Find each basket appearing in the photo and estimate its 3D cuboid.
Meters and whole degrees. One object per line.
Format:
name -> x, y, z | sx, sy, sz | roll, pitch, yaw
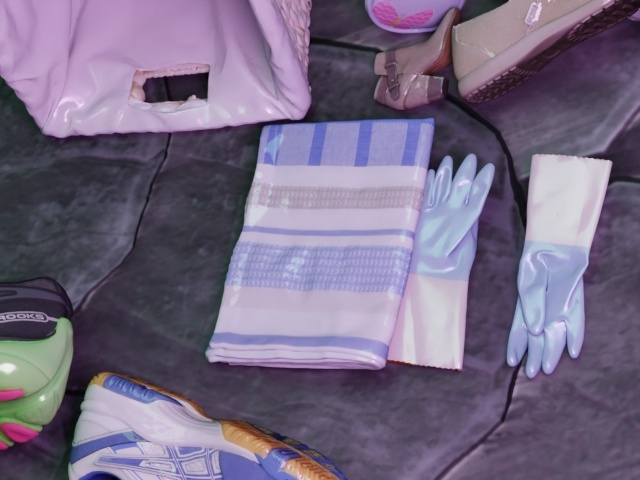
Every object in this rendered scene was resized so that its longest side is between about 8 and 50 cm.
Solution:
basket -> -0.193, -0.312, 1.736 | 0.328, 0.331, 0.266 | -4, 60, 14

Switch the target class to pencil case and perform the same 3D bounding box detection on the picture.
pencil case -> 0.091, -0.365, 1.797 | 0.113, 0.124, 0.273 | -15, 61, 14

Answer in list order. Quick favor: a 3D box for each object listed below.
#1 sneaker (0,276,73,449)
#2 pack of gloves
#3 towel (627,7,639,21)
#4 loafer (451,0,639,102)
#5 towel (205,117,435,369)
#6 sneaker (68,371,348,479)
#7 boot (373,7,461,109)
sneaker -> -0.475, 0.106, 1.710 | 0.483, 0.185, 0.202 | 5, 46, 15
pack of gloves -> 0.182, 0.026, 1.618 | 0.195, 0.046, 0.232 | 6, 75, 21
towel -> 0.328, -0.394, 1.742 | 0.324, 0.056, 0.312 | 18, 85, 25
loafer -> 0.243, -0.246, 1.665 | 0.268, 0.102, 0.092 | -32, 78, 16
towel -> 0.000, 0.000, 1.658 | 0.209, 0.034, 0.285 | 1, 65, 29
sneaker -> -0.111, 0.232, 1.565 | 0.296, 0.112, 0.131 | 18, 87, 26
boot -> 0.102, -0.198, 1.746 | 0.087, 0.042, 0.118 | 5, 73, 29
